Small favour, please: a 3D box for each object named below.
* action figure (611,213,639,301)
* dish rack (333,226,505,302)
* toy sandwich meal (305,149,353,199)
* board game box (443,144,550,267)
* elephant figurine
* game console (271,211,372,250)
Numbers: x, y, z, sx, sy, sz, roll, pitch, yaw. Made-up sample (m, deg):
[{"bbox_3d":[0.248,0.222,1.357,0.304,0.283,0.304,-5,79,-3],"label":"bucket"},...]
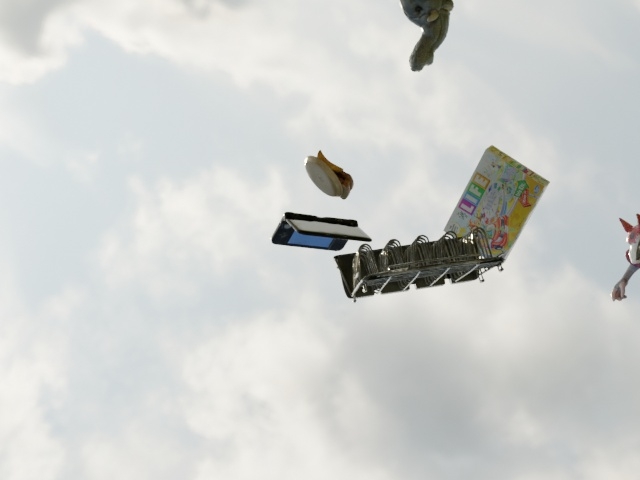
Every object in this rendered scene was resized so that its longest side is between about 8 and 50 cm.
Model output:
[{"bbox_3d":[0.683,0.065,2.435,0.370,0.276,0.248,48,-176,-25],"label":"action figure"},{"bbox_3d":[0.131,0.029,1.768,0.208,0.271,0.074,-10,-96,-4],"label":"dish rack"},{"bbox_3d":[0.013,-0.098,1.982,0.085,0.085,0.029,41,-112,19],"label":"toy sandwich meal"},{"bbox_3d":[0.259,-0.050,1.983,0.103,0.154,0.026,34,-147,16],"label":"board game box"},{"bbox_3d":[0.187,-0.436,2.220,0.169,0.239,0.186,44,-165,-34],"label":"elephant figurine"},{"bbox_3d":[0.000,0.000,2.029,0.122,0.107,0.071,7,-130,-22],"label":"game console"}]
